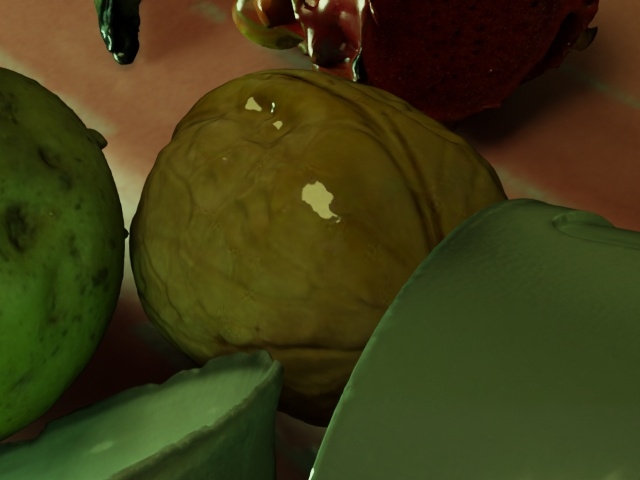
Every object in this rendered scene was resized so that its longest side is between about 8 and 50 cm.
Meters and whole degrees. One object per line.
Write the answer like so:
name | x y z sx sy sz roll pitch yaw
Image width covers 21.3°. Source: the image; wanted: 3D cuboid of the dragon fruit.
dragon fruit | 0.037 -0.119 0.784 0.208 0.133 0.150 -1 43 44

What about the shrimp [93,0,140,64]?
shrimp | -0.020 -0.156 0.904 0.262 0.051 0.198 24 69 39

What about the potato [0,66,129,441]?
potato | -0.169 0.014 0.708 0.228 0.149 0.197 -32 36 44

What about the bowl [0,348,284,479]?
bowl | -0.124 0.165 0.560 0.313 0.146 0.313 -26 2 1

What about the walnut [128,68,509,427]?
walnut | 0.000 0.000 0.693 0.180 0.144 0.144 22 61 43

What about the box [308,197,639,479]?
box | 0.106 0.111 0.487 0.149 0.226 0.226 12 56 29
